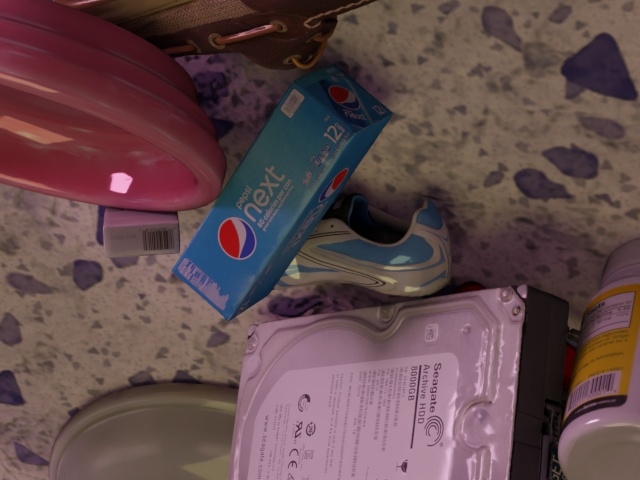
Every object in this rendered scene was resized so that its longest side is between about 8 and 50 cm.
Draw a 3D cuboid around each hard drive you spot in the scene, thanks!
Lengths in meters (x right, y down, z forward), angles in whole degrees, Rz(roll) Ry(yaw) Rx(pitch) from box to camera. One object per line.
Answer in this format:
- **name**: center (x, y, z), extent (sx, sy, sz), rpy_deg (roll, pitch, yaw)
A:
- **hard drive**: center (0.053, 0.171, 1.654), extent (0.064, 0.237, 0.339), rpy_deg (21, 159, -40)

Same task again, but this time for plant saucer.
- **plant saucer**: center (-0.228, -0.114, 1.533), extent (0.332, 0.084, 0.332), rpy_deg (14, 166, 3)
- **plant saucer**: center (-0.095, 0.309, 2.005), extent (0.400, 0.100, 0.400), rpy_deg (10, 138, 9)

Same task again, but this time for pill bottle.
- **pill bottle**: center (0.262, 0.103, 1.579), extent (0.119, 0.208, 0.119), rpy_deg (10, 137, 9)

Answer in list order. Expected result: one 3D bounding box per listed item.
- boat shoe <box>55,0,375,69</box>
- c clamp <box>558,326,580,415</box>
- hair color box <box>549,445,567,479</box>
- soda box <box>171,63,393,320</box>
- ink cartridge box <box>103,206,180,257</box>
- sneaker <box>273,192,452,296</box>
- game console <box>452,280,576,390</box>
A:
- **boat shoe**: center (-0.033, -0.190, 1.446), extent (0.342, 0.123, 0.123), rpy_deg (-9, 140, 31)
- **c clamp**: center (0.241, 0.106, 1.714), extent (0.161, 0.022, 0.137), rpy_deg (17, 129, -11)
- **hair color box**: center (0.220, 0.249, 1.778), extent (0.347, 0.105, 0.174), rpy_deg (19, 169, -2)
- **soda box**: center (-0.033, -0.037, 1.581), extent (0.067, 0.071, 0.210), rpy_deg (42, 121, 11)
- **ink cartridge box**: center (-0.151, -0.012, 1.664), extent (0.063, 0.115, 0.029), rpy_deg (-3, 102, -5)
- **sneaker**: center (0.000, 0.000, 1.668), extent (0.237, 0.085, 0.086), rpy_deg (0, 107, 25)
- **game console**: center (0.142, 0.106, 1.770), extent (0.144, 0.085, 0.124), rpy_deg (34, 167, -17)
